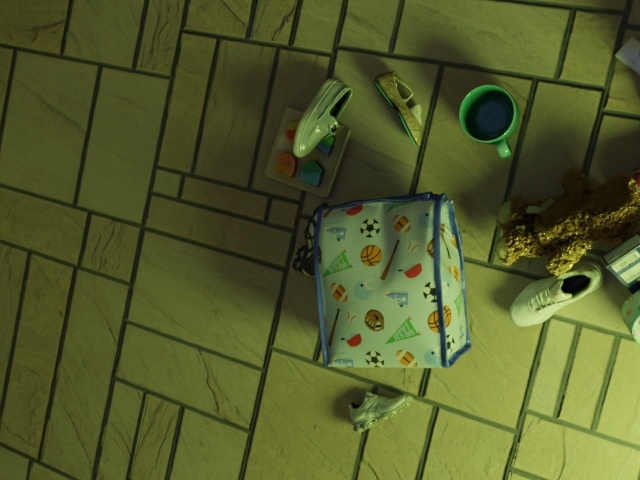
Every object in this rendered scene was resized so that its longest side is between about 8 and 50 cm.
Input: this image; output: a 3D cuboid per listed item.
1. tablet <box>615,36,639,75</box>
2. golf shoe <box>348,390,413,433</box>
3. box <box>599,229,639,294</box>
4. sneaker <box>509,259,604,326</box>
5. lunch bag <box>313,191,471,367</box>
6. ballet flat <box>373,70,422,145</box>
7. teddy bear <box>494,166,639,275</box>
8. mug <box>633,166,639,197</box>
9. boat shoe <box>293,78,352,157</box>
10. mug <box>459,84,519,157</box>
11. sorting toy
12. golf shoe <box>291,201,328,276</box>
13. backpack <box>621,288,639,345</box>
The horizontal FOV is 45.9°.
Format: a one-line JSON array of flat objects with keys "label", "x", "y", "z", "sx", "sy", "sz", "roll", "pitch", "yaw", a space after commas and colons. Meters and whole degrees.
[{"label": "tablet", "x": 0.699, "y": -0.403, "z": 1.662, "sx": 0.083, "sy": 0.006, "sz": 0.054, "roll": 45, "pitch": 107, "yaw": 16}, {"label": "golf shoe", "x": 0.144, "y": 0.410, "z": 1.884, "sx": 0.176, "sy": 0.069, "sz": 0.086, "roll": -31, "pitch": 73, "yaw": 20}, {"label": "box", "x": 0.687, "y": 0.049, "z": 1.576, "sx": 0.136, "sy": 0.225, "sz": 0.036, "roll": -38, "pitch": 45, "yaw": 19}, {"label": "sneaker", "x": 0.517, "y": 0.118, "z": 1.687, "sx": 0.232, "sy": 0.115, "sz": 0.090, "roll": -37, "pitch": 76, "yaw": 20}, {"label": "lunch bag", "x": 0.167, "y": 0.089, "z": 1.780, "sx": 0.327, "sy": 0.239, "sz": 0.386, "roll": -6, "pitch": 95, "yaw": 25}, {"label": "ballet flat", "x": 0.207, "y": -0.330, "z": 1.848, "sx": 0.067, "sy": 0.073, "sz": 0.206, "roll": -32, "pitch": 82, "yaw": 6}, {"label": "teddy bear", "x": 0.538, "y": -0.039, "z": 1.662, "sx": 0.338, "sy": 0.113, "sz": 0.245, "roll": -26, "pitch": 43, "yaw": 25}, {"label": "mug", "x": 0.761, "y": -0.134, "z": 1.601, "sx": 0.169, "sy": 0.150, "sz": 0.113, "roll": -12, "pitch": 122, "yaw": 28}, {"label": "boat shoe", "x": 0.009, "y": -0.304, "z": 1.898, "sx": 0.081, "sy": 0.079, "sz": 0.228, "roll": 22, "pitch": 76, "yaw": 23}, {"label": "mug", "x": 0.392, "y": -0.274, "z": 1.749, "sx": 0.129, "sy": 0.097, "sz": 0.158, "roll": 11, "pitch": 96, "yaw": 23}, {"label": "sorting toy", "x": -0.040, "y": -0.231, "z": 1.971, "sx": 0.208, "sy": 0.038, "sz": 0.193, "roll": 22, "pitch": 99, "yaw": 22}, {"label": "golf shoe", "x": 0.000, "y": 0.000, "z": 1.945, "sx": 0.093, "sy": 0.077, "sz": 0.198, "roll": 22, "pitch": 106, "yaw": 11}, {"label": "backpack", "x": 0.733, "y": 0.157, "z": 1.568, "sx": 0.166, "sy": 0.144, "sz": 0.188, "roll": 39, "pitch": 120, "yaw": -22}]
